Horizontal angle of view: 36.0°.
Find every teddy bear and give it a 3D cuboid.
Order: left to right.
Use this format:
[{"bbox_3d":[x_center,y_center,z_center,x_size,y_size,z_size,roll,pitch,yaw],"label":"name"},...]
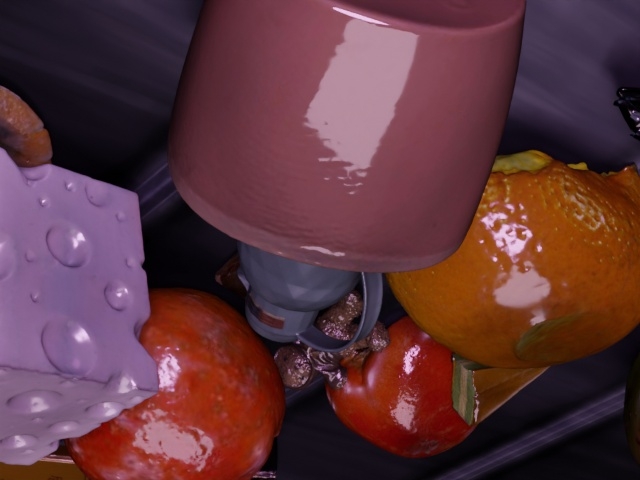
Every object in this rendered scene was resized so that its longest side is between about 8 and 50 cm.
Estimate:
[{"bbox_3d":[0.009,0.128,1.260,0.160,0.078,0.119,-37,88,19],"label":"teddy bear"}]

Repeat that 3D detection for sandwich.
[{"bbox_3d":[0.226,0.174,1.211,0.116,0.074,0.074,-7,105,-12],"label":"sandwich"}]

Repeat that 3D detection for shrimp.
[{"bbox_3d":[-0.426,-0.102,1.003,0.296,0.058,0.169,0,133,-10],"label":"shrimp"}]

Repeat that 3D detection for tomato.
[{"bbox_3d":[0.129,0.209,1.305,0.200,0.139,0.233,20,133,-32],"label":"tomato"}]

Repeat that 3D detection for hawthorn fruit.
[{"bbox_3d":[-0.178,0.187,1.190,0.284,0.284,0.284,-1,138,-1],"label":"hawthorn fruit"}]

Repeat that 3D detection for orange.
[{"bbox_3d":[0.235,0.040,1.108,0.335,0.196,0.263,14,150,-38],"label":"orange"}]

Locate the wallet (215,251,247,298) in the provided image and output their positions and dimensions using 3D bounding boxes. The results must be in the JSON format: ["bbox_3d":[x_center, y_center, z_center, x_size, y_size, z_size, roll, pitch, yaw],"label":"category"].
[{"bbox_3d":[-0.013,0.009,1.158,0.122,0.031,0.232,29,128,-26],"label":"wallet"}]

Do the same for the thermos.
[{"bbox_3d":[0.000,0.000,1.018,0.145,0.182,0.286,-27,148,-39],"label":"thermos"}]

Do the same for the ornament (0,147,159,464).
[{"bbox_3d":[-0.340,0.072,1.009,0.240,0.239,0.239,-32,147,33],"label":"ornament"}]

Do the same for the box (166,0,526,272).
[{"bbox_3d":[0.025,-0.145,0.805,0.301,0.301,0.216,8,133,-11],"label":"box"}]

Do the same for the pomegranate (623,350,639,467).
[{"bbox_3d":[0.517,0.180,1.251,0.291,0.323,0.291,-15,168,-3],"label":"pomegranate"}]

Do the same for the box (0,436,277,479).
[{"bbox_3d":[-0.280,0.351,1.459,0.415,0.115,0.264,6,136,-9],"label":"box"}]

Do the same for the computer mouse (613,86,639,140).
[{"bbox_3d":[0.395,-0.101,0.995,0.242,0.146,0.077,22,105,-24],"label":"computer mouse"}]
